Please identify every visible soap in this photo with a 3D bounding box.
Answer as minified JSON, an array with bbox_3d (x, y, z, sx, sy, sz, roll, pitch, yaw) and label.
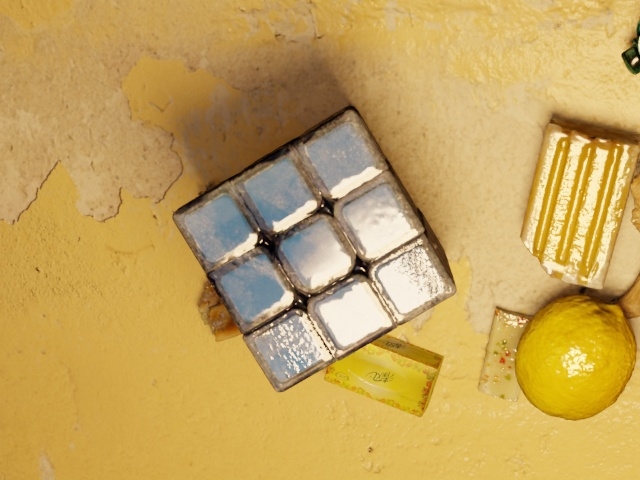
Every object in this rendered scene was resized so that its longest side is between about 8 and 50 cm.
[{"bbox_3d":[0.384,-0.054,1.715,0.140,0.073,0.232,15,110,14],"label":"soap"}]

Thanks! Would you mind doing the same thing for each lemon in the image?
[{"bbox_3d":[0.385,0.176,1.728,0.193,0.180,0.180,-35,94,39],"label":"lemon"}]

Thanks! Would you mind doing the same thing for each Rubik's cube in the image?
[{"bbox_3d":[0.000,0.000,1.695,0.301,0.304,0.305,-30,97,6],"label":"Rubik's cube"}]

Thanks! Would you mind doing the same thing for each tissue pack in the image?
[{"bbox_3d":[0.104,0.212,1.888,0.176,0.062,0.095,21,111,11],"label":"tissue pack"}]

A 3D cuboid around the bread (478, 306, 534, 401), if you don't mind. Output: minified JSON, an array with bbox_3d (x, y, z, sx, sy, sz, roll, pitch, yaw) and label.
[{"bbox_3d":[0.298,0.184,1.838,0.068,0.028,0.154,13,111,11],"label":"bread"}]

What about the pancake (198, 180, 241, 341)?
[{"bbox_3d":[-0.142,0.022,1.906,0.266,0.057,0.244,-34,96,19],"label":"pancake"}]

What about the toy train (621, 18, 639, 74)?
[{"bbox_3d":[0.529,-0.269,1.593,0.198,0.107,0.154,-30,103,23],"label":"toy train"}]

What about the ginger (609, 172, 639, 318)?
[{"bbox_3d":[0.511,-0.023,1.682,0.148,0.081,0.334,-4,118,-24],"label":"ginger"}]
